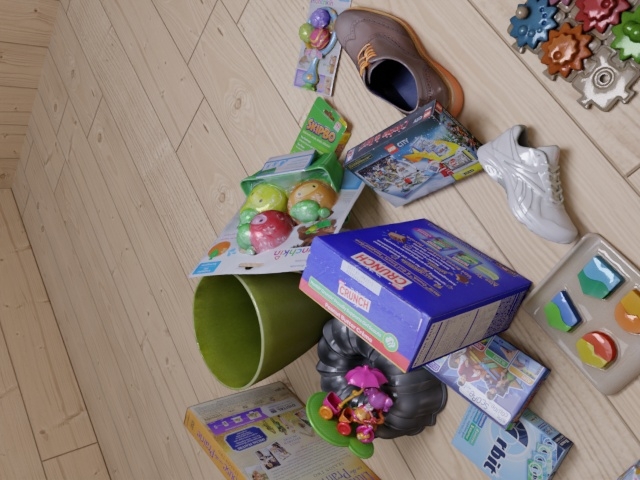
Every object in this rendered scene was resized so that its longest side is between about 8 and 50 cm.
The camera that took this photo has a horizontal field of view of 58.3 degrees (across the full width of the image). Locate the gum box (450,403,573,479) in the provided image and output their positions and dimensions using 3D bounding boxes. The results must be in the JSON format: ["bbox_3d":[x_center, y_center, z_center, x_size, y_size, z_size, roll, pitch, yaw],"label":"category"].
[{"bbox_3d":[0.353,0.382,1.081,0.184,0.041,0.157,36,120,37],"label":"gum box"}]

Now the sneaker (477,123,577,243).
[{"bbox_3d":[0.365,-0.102,0.964,0.115,0.090,0.232,-47,63,36],"label":"sneaker"}]

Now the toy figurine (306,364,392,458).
[{"bbox_3d":[0.082,0.328,1.147,0.173,0.130,0.159,42,117,9],"label":"toy figurine"}]

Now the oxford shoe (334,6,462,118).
[{"bbox_3d":[0.126,-0.366,1.144,0.363,0.133,0.130,50,128,30],"label":"oxford shoe"}]

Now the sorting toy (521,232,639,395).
[{"bbox_3d":[0.454,0.122,0.936,0.208,0.038,0.193,51,129,29],"label":"sorting toy"}]

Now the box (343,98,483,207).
[{"bbox_3d":[0.180,-0.158,1.106,0.233,0.159,0.044,-24,40,46],"label":"box"}]

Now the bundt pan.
[{"bbox_3d":[0.112,0.286,1.266,0.331,0.124,0.331,8,101,46],"label":"bundt pan"}]

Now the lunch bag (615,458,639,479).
[{"bbox_3d":[0.506,0.405,0.914,0.071,0.053,0.083,44,116,31],"label":"lunch bag"}]

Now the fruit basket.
[{"bbox_3d":[-0.086,-0.055,1.234,0.327,0.353,0.165,-5,121,31],"label":"fruit basket"}]

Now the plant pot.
[{"bbox_3d":[-0.102,0.178,1.351,0.275,0.293,0.274,9,102,47],"label":"plant pot"}]

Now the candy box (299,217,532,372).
[{"bbox_3d":[0.171,0.079,1.027,0.268,0.317,0.122,36,121,38],"label":"candy box"}]

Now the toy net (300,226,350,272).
[{"bbox_3d":[0.000,0.000,1.402,0.232,0.045,0.122,-24,76,44],"label":"toy net"}]

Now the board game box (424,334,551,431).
[{"bbox_3d":[0.305,0.239,1.079,0.201,0.035,0.136,36,97,38],"label":"board game box"}]

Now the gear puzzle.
[{"bbox_3d":[0.436,-0.300,0.888,0.339,0.044,0.175,54,130,27],"label":"gear puzzle"}]

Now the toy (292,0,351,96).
[{"bbox_3d":[-0.012,-0.467,1.333,0.137,0.056,0.237,27,115,40],"label":"toy"}]

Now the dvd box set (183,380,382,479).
[{"bbox_3d":[-0.090,0.514,1.380,0.420,0.308,0.062,34,116,38],"label":"dvd box set"}]

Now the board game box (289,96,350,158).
[{"bbox_3d":[-0.017,-0.208,1.393,0.124,0.039,0.259,51,131,28],"label":"board game box"}]
